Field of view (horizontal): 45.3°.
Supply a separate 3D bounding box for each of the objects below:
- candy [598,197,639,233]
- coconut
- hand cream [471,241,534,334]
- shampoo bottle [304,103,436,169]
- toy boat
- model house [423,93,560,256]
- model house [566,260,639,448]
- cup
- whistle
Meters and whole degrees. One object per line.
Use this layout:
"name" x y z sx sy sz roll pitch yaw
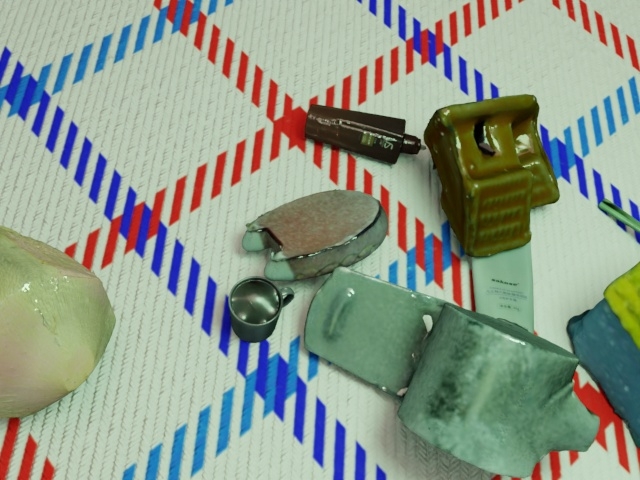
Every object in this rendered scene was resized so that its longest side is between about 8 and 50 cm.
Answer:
"candy" 0.564 0.011 1.256 0.073 0.077 0.262 -47 56 2
"coconut" -0.387 0.104 0.988 0.245 0.233 0.233 32 61 20
"hand cream" 0.288 0.072 1.201 0.109 0.067 0.320 8 54 -2
"shampoo bottle" 0.091 -0.176 1.311 0.236 0.068 0.067 13 50 2
"toy boat" 0.000 0.000 1.185 0.227 0.085 0.155 -22 39 -20
"model house" 0.292 -0.105 1.229 0.268 0.173 0.239 -14 85 -23
"model house" 0.517 0.130 1.063 0.216 0.303 0.237 -24 66 -13
"cup" -0.085 0.099 1.116 0.100 0.077 0.078 -20 64 -17
"whistle" 0.170 0.167 1.051 0.405 0.188 0.168 26 95 42
